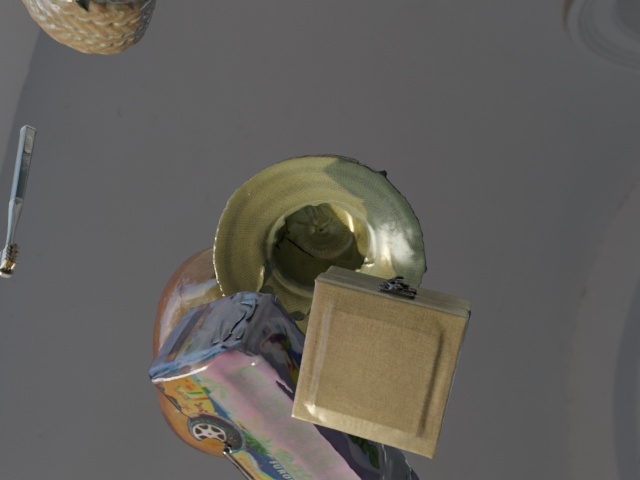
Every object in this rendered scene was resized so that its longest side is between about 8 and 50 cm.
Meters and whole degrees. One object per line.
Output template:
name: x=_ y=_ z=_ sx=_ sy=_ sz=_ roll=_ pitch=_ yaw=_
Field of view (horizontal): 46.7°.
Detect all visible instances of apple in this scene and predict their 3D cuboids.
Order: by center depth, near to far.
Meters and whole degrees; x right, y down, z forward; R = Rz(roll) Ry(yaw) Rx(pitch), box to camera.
apple: x=-0.085 y=0.161 z=1.142 sx=0.338 sy=0.304 sz=0.339 roll=-1 pitch=-90 yaw=-81

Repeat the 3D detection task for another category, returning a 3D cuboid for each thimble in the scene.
thimble: x=-0.365 y=-0.421 z=1.172 sx=0.196 sy=0.148 sz=0.229 roll=-31 pitch=-94 yaw=-31

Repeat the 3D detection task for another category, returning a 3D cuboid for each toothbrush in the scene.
toothbrush: x=-0.443 y=-0.070 z=1.089 sx=0.025 sy=0.030 sz=0.342 roll=24 pitch=-150 yaw=-31

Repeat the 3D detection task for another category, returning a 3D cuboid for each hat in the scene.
hat: x=0.000 y=0.000 z=0.895 sx=0.252 sy=0.252 sz=0.110 roll=58 pitch=-168 yaw=-20

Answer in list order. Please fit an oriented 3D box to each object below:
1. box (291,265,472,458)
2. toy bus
box: x=0.031 y=0.059 z=0.386 sx=0.035 sy=0.079 sz=0.083 roll=-37 pitch=-40 yaw=-72
toy bus: x=-0.018 y=0.193 z=0.729 sx=0.317 sy=0.138 sz=0.112 roll=52 pitch=-143 yaw=-23
